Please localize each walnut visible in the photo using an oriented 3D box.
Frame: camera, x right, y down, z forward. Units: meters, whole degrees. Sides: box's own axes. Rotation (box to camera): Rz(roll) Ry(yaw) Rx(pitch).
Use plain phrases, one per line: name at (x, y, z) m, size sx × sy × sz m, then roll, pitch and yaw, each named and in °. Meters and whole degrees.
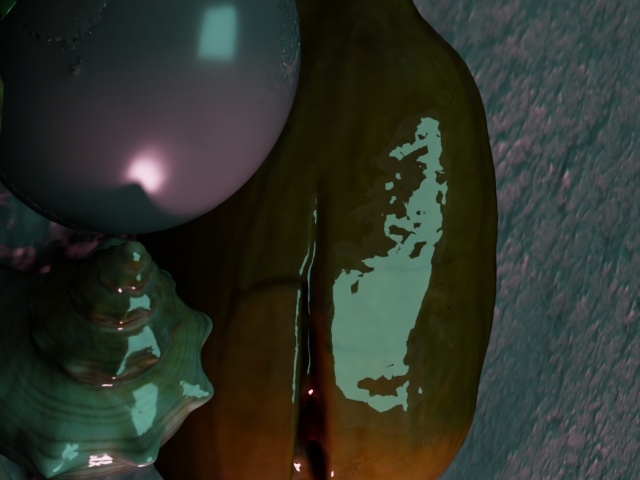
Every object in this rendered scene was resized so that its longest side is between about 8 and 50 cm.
walnut at (0.000, 0.000, 0.807) m, size 0.209 × 0.209 × 0.336 m, roll -6°, pitch 109°, yaw -54°

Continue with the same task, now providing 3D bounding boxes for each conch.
conch at (-0.127, 0.053, 0.720) m, size 0.114 × 0.234 × 0.137 m, roll 18°, pitch 71°, yaw -26°

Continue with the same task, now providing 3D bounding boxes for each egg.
egg at (-0.084, -0.080, 0.665) m, size 0.146 × 0.146 × 0.199 m, roll -49°, pitch -178°, yaw -30°

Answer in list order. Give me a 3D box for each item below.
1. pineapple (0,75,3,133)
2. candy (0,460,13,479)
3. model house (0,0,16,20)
pineapple at (-0.219, -0.051, 0.563) m, size 0.197 × 0.108 × 0.108 m, roll -10°, pitch 114°, yaw -42°
candy at (-0.225, 0.219, 0.524) m, size 0.386 × 0.186 × 0.427 m, roll 74°, pitch 17°, yaw -47°
model house at (-0.110, -0.276, 0.399) m, size 0.340 × 0.323 × 0.300 m, roll 37°, pitch 79°, yaw -26°
